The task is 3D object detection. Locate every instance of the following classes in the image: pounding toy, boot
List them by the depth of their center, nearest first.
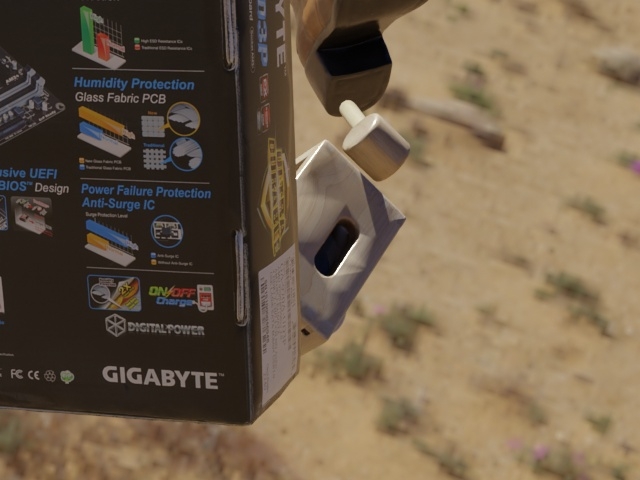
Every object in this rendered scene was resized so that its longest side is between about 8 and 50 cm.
[{"bbox_3d":[0.007,-0.008,1.344,0.094,0.206,0.181,44,51,-12],"label":"pounding toy"},{"bbox_3d":[0.005,-0.291,1.716,0.096,0.264,0.280,-15,62,-16],"label":"boot"}]

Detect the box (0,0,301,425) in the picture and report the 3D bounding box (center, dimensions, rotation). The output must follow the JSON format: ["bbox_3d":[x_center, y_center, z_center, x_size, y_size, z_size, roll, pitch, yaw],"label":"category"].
[{"bbox_3d":[-0.119,-0.037,0.624,0.220,0.175,0.051,2,16,16],"label":"box"}]
